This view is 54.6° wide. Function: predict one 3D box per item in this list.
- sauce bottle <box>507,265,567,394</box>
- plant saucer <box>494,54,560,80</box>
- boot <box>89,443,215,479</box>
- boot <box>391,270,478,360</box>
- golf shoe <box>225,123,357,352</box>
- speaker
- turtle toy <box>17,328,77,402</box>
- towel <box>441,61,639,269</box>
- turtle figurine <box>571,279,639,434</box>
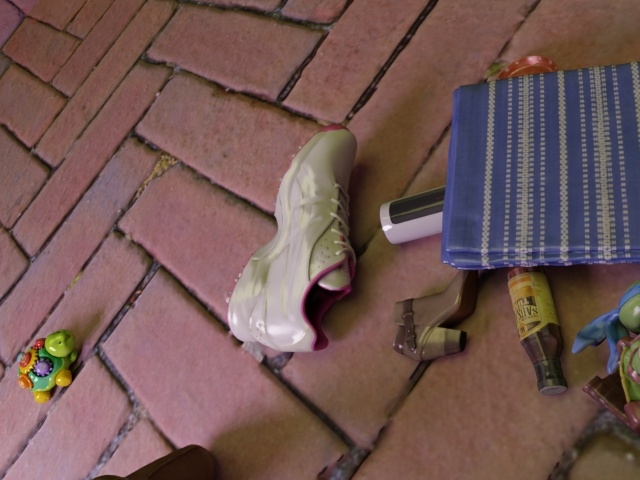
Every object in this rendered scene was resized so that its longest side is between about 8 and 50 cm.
[{"bbox_3d":[0.214,0.085,0.607,0.042,0.042,0.128,-21,51,25],"label":"sauce bottle"},{"bbox_3d":[0.255,-0.193,0.769,0.084,0.013,0.083,-18,53,26],"label":"plant saucer"},{"bbox_3d":[-0.205,0.325,0.616,0.089,0.269,0.236,33,80,10],"label":"boot"},{"bbox_3d":[0.122,0.075,0.682,0.087,0.042,0.118,0,63,38],"label":"boot"},{"bbox_3d":[0.000,0.000,0.785,0.140,0.115,0.306,17,80,30],"label":"golf shoe"},{"bbox_3d":[0.142,-0.036,0.727,0.136,0.055,0.055,-15,55,28],"label":"speaker"},{"bbox_3d":[-0.441,0.193,1.001,0.130,0.066,0.095,-38,47,11],"label":"turtle toy"},{"bbox_3d":[0.293,-0.079,0.622,0.336,0.040,0.243,-2,60,21],"label":"towel"},{"bbox_3d":[0.313,0.121,0.410,0.275,0.198,0.266,-19,58,30],"label":"turtle figurine"}]
